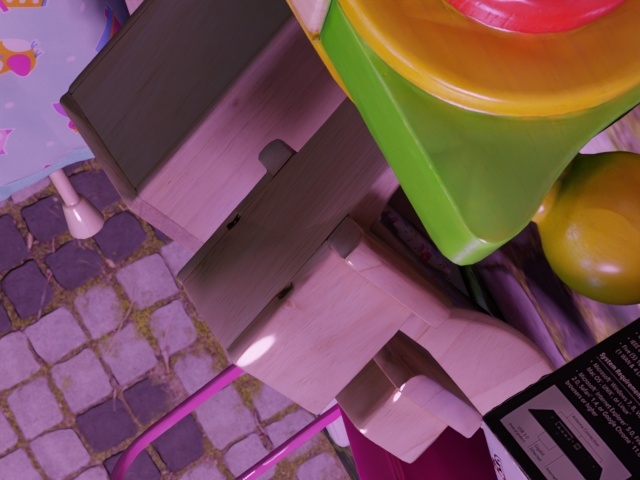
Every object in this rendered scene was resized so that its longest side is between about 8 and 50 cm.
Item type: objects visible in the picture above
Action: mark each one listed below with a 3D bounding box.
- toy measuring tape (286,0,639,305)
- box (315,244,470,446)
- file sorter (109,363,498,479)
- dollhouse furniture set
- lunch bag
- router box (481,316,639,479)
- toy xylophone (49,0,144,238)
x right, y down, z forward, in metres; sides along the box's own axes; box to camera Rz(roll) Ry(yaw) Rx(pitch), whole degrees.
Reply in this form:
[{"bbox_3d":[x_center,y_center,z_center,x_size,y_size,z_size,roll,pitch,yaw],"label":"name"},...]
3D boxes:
[{"bbox_3d":[0.021,-0.135,0.427,0.330,0.121,0.121,60,172,5],"label":"toy measuring tape"},{"bbox_3d":[0.000,0.000,1.001,0.182,0.119,0.181,50,166,51],"label":"box"},{"bbox_3d":[0.039,0.208,0.886,0.290,0.182,0.202,46,-167,-29],"label":"file sorter"},{"bbox_3d":[0.081,-0.008,0.718,0.355,0.174,0.303,36,-171,-37],"label":"dollhouse furniture set"},{"bbox_3d":[-0.219,-0.190,0.921,0.223,0.160,0.262,65,-177,-62],"label":"lunch bag"},{"bbox_3d":[0.126,0.078,0.456,0.046,0.133,0.179,53,169,40],"label":"router box"},{"bbox_3d":[-0.168,-0.154,1.174,0.081,0.236,0.322,17,141,38],"label":"toy xylophone"}]
